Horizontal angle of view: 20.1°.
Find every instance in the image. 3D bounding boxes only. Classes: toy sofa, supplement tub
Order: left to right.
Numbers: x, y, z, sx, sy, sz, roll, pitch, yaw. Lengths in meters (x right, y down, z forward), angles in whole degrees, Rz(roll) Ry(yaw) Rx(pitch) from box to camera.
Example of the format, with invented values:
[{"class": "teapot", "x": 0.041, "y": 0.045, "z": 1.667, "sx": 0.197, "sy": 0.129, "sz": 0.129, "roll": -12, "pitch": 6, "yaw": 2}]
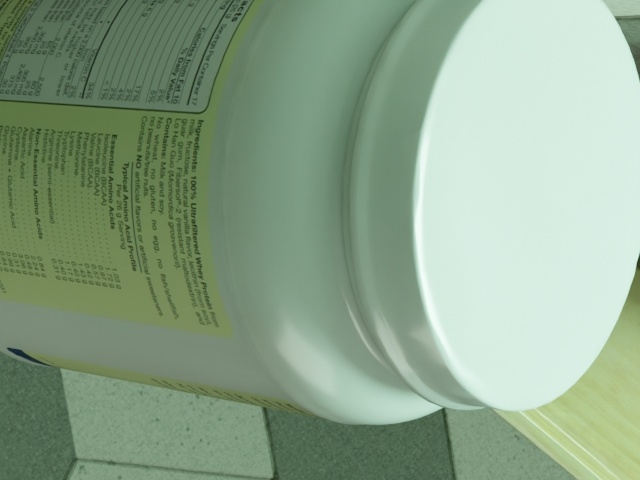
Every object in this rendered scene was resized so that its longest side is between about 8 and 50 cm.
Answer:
[{"class": "supplement tub", "x": -0.027, "y": -0.035, "z": 0.900, "sx": 0.325, "sy": 0.235, "sz": 0.235, "roll": 6, "pitch": 177, "yaw": 38}, {"class": "toy sofa", "x": 0.192, "y": 0.068, "z": 1.294, "sx": 0.362, "sy": 0.150, "sz": 0.177, "roll": 39, "pitch": -160, "yaw": -20}]
